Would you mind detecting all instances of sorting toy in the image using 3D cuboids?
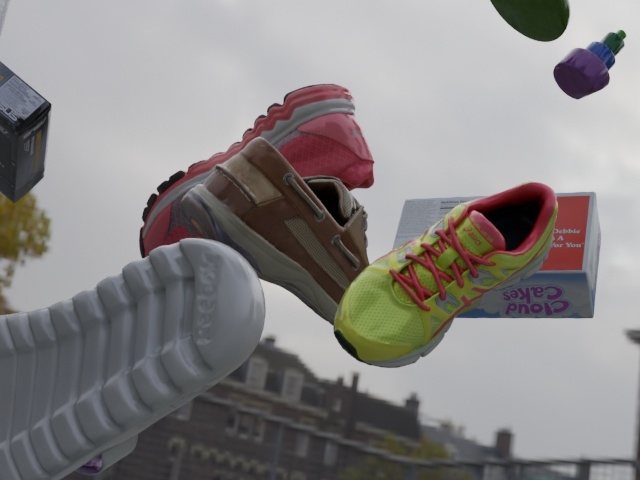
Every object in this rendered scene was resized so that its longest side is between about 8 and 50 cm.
[{"bbox_3d":[0.276,-0.353,1.533,0.365,0.126,0.127,52,-20,-19],"label":"sorting toy"}]

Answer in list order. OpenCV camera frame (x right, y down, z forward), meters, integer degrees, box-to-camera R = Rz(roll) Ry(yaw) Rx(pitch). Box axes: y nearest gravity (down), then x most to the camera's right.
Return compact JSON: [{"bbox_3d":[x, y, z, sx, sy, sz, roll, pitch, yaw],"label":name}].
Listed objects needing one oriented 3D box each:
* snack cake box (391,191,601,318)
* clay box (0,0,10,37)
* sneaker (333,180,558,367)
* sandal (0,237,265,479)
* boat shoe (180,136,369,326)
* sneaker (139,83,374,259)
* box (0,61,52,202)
[{"bbox_3d":[0.233,0.020,1.639,0.264,0.152,0.089,-1,-47,20],"label":"snack cake box"},{"bbox_3d":[-0.260,-0.188,0.885,0.053,0.222,0.127,21,20,-3],"label":"clay box"},{"bbox_3d":[0.095,0.015,0.916,0.081,0.208,0.094,49,-25,16],"label":"sneaker"},{"bbox_3d":[-0.210,0.132,1.057,0.416,0.169,0.102,-22,-25,25],"label":"sandal"},{"bbox_3d":[0.000,0.000,1.198,0.123,0.116,0.324,40,3,34],"label":"boat shoe"},{"bbox_3d":[-0.073,-0.036,1.349,0.314,0.136,0.116,-36,-21,23],"label":"sneaker"},{"bbox_3d":[-0.412,-0.166,1.399,0.231,0.056,0.183,39,-26,4],"label":"box"}]
